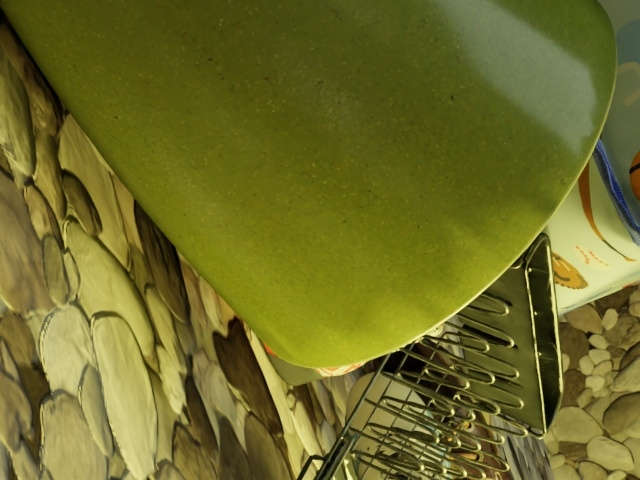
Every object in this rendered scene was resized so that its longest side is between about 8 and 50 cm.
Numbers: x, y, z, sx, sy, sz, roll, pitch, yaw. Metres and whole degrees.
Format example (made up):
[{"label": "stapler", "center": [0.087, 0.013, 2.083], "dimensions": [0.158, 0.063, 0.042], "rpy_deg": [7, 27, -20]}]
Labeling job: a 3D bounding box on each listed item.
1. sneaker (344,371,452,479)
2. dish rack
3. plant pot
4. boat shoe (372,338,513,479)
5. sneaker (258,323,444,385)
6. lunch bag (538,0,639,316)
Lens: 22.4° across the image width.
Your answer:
[{"label": "sneaker", "center": [0.071, 0.207, 1.278], "dimensions": [0.086, 0.085, 0.237], "rpy_deg": [92, -12, -62]}, {"label": "dish rack", "center": [0.075, 0.140, 1.088], "dimensions": [0.271, 0.074, 0.208], "rpy_deg": [-56, 149, -30]}, {"label": "plant pot", "center": [-0.038, -0.125, 0.871], "dimensions": [0.293, 0.275, 0.274], "rpy_deg": [40, 25, -28]}, {"label": "boat shoe", "center": [0.103, 0.199, 1.431], "dimensions": [0.123, 0.123, 0.342], "rpy_deg": [50, 19, -34]}, {"label": "sneaker", "center": [0.000, -0.001, 1.117], "dimensions": [0.270, 0.145, 0.090], "rpy_deg": [59, 16, -50]}, {"label": "lunch bag", "center": [0.173, -0.158, 1.169], "dimensions": [0.328, 0.239, 0.385], "rpy_deg": [132, -63, -73]}]
